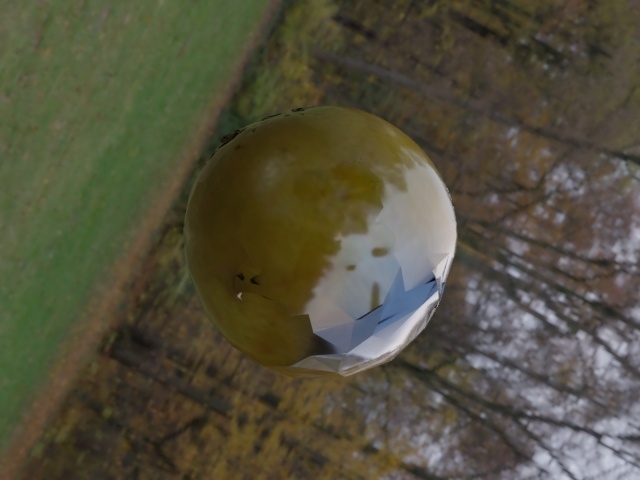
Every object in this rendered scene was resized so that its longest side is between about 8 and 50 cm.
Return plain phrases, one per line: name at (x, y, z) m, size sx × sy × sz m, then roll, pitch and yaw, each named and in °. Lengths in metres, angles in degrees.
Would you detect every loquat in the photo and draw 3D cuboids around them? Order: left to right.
loquat at (0.000, 0.000, 0.947) m, size 0.235 × 0.235 × 0.235 m, roll -61°, pitch -175°, yaw 9°
